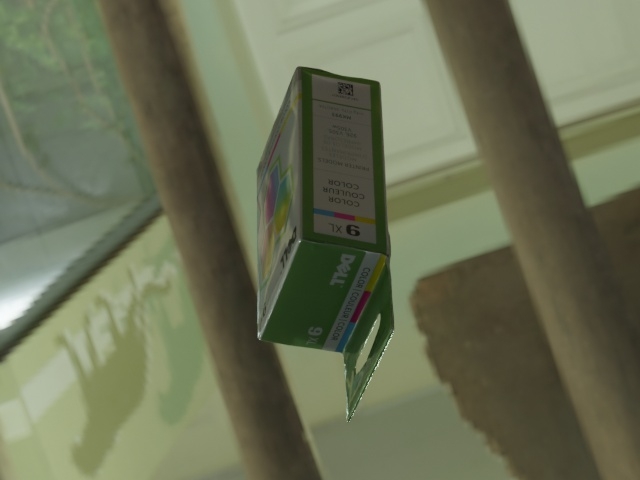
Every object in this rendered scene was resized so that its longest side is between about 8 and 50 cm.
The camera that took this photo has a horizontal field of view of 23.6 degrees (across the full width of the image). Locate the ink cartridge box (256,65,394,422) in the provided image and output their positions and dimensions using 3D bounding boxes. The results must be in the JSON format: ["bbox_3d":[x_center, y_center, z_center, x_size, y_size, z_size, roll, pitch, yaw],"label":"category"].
[{"bbox_3d":[0.000,0.000,0.991,0.062,0.109,0.209,9,-131,-13],"label":"ink cartridge box"}]
